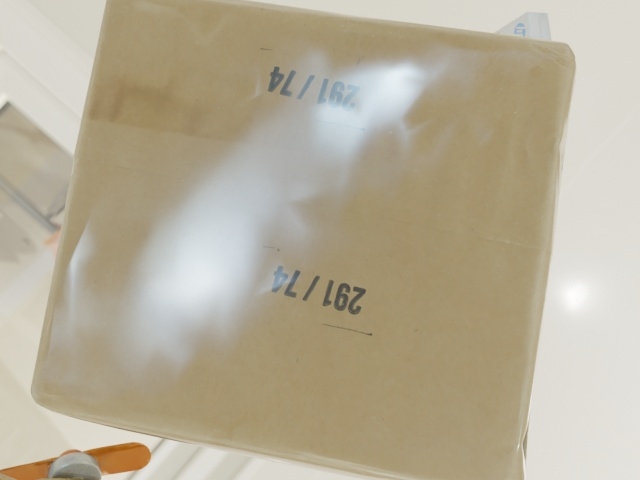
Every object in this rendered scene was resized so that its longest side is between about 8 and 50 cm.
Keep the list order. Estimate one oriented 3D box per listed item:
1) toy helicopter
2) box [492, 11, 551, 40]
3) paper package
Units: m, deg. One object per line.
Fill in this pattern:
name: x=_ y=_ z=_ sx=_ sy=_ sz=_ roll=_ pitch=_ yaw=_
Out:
toy helicopter: x=-0.330 y=0.283 z=1.033 sx=0.140 sy=0.355 sz=0.235 roll=-62 pitch=-174 yaw=25
box: x=0.251 y=-0.209 z=1.284 sx=0.038 sy=0.145 sz=0.186 roll=-3 pitch=173 yaw=-26
paper package: x=0.000 y=0.000 z=0.668 sx=0.168 sy=0.324 sz=0.310 roll=44 pitch=55 yaw=-78
